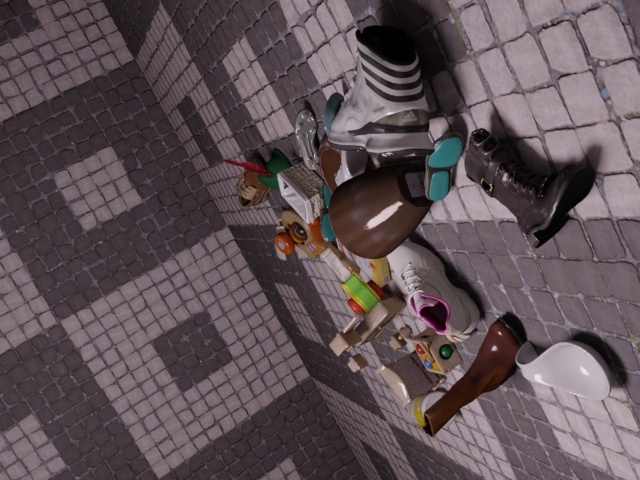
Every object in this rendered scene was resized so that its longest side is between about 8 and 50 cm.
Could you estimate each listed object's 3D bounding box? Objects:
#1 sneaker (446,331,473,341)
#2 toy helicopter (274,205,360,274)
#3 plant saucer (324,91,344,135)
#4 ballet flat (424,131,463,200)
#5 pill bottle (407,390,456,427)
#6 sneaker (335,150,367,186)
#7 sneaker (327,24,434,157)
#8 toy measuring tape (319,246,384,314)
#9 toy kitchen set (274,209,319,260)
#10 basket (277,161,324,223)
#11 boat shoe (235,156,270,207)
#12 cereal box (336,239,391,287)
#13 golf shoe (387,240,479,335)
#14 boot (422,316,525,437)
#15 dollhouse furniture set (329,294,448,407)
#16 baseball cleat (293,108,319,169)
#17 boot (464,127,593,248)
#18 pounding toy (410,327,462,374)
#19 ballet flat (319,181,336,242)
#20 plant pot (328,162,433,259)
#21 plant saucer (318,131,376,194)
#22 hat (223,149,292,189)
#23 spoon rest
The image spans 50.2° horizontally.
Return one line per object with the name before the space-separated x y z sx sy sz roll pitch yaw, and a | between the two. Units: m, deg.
sneaker | 0.335 0.181 1.796 0.186 0.069 0.084 53 154 -1
toy helicopter | 0.000 0.000 2.358 0.355 0.140 0.235 38 147 23
plant saucer | 0.046 -0.309 1.706 0.021 0.119 0.119 9 136 28
ballet flat | 0.250 -0.169 1.438 0.213 0.072 0.068 91 174 -55
pill bottle | 0.359 0.561 2.255 0.118 0.117 0.208 57 162 7
sneaker | 0.072 -0.179 1.780 0.094 0.080 0.212 15 118 51
sneaker | 0.125 -0.321 1.463 0.447 0.169 0.258 -144 50 -72
toy measuring tape | 0.113 0.145 2.113 0.121 0.121 0.330 36 169 50
toy kitchen set | -0.082 -0.006 2.620 0.122 0.165 0.207 80 -171 -48
basket | -0.049 -0.158 2.203 0.167 0.103 0.113 48 160 32
boat shoe | -0.268 -0.211 2.686 0.123 0.119 0.324 54 162 15
cereal box | 0.122 0.017 2.118 0.240 0.047 0.173 41 155 44
golf shoe | 0.262 0.116 1.717 0.306 0.140 0.115 47 125 25
boot | 0.347 0.326 1.627 0.096 0.280 0.264 49 160 27
dollhouse furniture set | 0.258 0.360 2.040 0.356 0.303 0.174 50 123 21
baseball cleat | -0.050 -0.307 2.016 0.109 0.072 0.206 -126 21 -48
boot | 0.346 -0.116 1.216 0.229 0.091 0.263 52 163 20
pounding toy | 0.325 0.319 1.974 0.130 0.100 0.141 60 163 -6
ballet flat | 0.026 -0.086 2.099 0.070 0.070 0.189 161 112 -72
plant pot | 0.166 -0.090 1.616 0.215 0.215 0.230 58 148 1
plant saucer | 0.081 -0.167 1.930 0.311 0.050 0.311 51 161 26
hat | -0.200 -0.207 2.396 0.208 0.183 0.173 51 161 23
spoon rest | 0.502 0.267 1.438 0.137 0.084 0.276 60 163 -5
